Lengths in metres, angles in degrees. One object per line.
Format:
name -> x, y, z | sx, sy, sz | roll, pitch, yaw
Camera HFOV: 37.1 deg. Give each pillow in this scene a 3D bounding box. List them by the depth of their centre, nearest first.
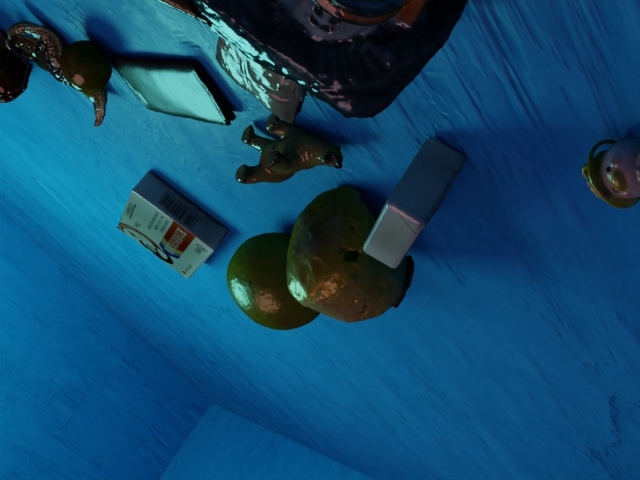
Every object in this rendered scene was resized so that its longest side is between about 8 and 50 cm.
pillow -> -0.069, -0.249, 1.232 | 0.148, 0.050, 0.229 | 30, 157, 0

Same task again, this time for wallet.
wallet -> -0.246, -0.247, 1.546 | 0.244, 0.025, 0.124 | 17, 150, 45

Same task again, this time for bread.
bread -> 0.039, 0.027, 1.509 | 0.170, 0.197, 0.197 | 32, 165, -34

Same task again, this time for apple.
apple -> -0.392, -0.291, 1.596 | 0.089, 0.074, 0.089 | 60, 179, 2

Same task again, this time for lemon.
lemon -> -0.085, 0.075, 1.802 | 0.248, 0.184, 0.184 | 14, 151, 45

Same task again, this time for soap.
soap -> 0.124, -0.046, 1.277 | 0.064, 0.121, 0.183 | 32, 159, 5

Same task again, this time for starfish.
starfish -> -0.457, -0.303, 1.709 | 0.238, 0.071, 0.216 | 34, 168, 34

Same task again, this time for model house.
model house -> 0.025, -0.279, 0.846 | 0.253, 0.184, 0.291 | 39, 155, 1

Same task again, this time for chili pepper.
chili pepper -> -0.653, -0.335, 1.888 | 0.144, 0.136, 0.253 | 13, 176, -20

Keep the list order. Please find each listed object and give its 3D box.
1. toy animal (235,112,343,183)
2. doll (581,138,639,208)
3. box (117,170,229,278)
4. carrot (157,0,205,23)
toy animal -> -0.048, -0.129, 1.434 | 0.101, 0.103, 0.219 | 22, 163, -22
doll -> 0.341, -0.070, 0.942 | 0.207, 0.081, 0.129 | 5, 126, 58
box -> -0.340, -0.025, 2.147 | 0.214, 0.069, 0.353 | 37, 162, -6
carrot -> -0.252, -0.359, 1.286 | 0.254, 0.049, 0.049 | 31, 160, -2
